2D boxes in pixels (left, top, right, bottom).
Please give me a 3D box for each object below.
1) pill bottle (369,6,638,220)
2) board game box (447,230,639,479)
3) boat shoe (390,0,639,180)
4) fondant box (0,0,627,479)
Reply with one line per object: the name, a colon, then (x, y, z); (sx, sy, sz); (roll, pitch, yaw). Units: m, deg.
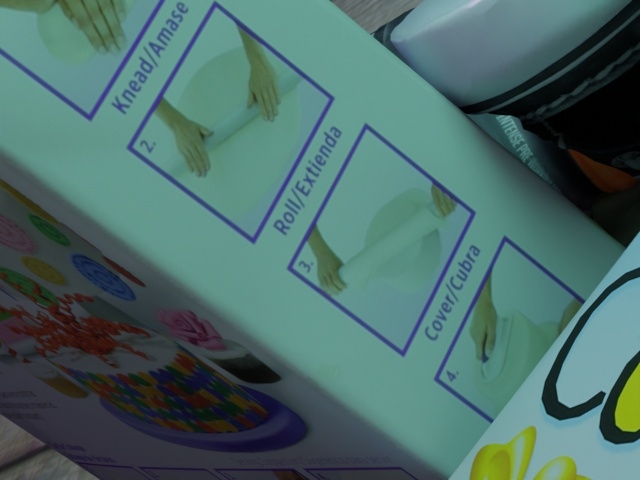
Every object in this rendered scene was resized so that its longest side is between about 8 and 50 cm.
pill bottle: (0.024, -0.014, 0.764); (0.245, 0.130, 0.130); (-30, 29, 20)
board game box: (0.103, 0.114, 0.416); (0.275, 0.144, 0.142); (-53, 22, 3)
boat shoe: (0.114, -0.067, 0.596); (0.108, 0.102, 0.301); (-30, 1, 22)
fondant box: (-0.027, 0.022, 0.570); (0.238, 0.330, 0.096); (-11, 47, 59)
